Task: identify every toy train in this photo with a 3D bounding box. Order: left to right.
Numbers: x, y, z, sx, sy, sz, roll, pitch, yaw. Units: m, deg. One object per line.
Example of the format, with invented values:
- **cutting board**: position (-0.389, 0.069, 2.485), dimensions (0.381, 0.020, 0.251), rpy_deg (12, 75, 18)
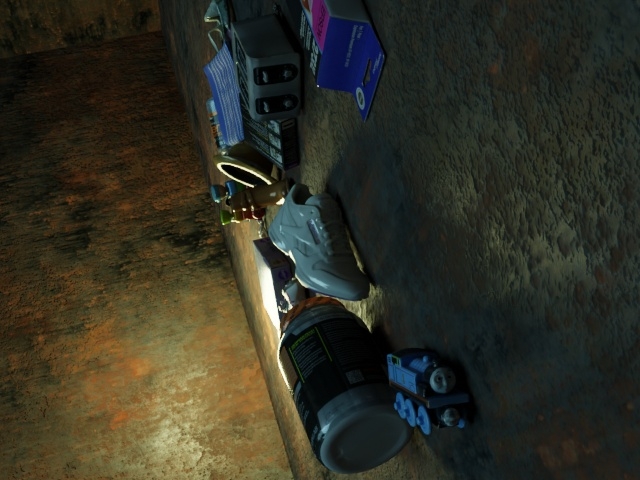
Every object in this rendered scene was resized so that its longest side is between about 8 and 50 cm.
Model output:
- **toy train**: position (-0.254, -0.079, 2.397), dimensions (0.105, 0.144, 0.247), rpy_deg (-152, 50, -74)
- **toy train**: position (0.158, 0.221, 1.124), dimensions (0.184, 0.080, 0.105), rpy_deg (180, 82, -77)

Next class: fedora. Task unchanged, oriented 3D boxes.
- **fedora**: position (-0.190, -0.205, 2.023), dimensions (0.194, 0.194, 0.079), rpy_deg (135, 157, -75)

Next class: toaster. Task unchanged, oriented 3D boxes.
- **toaster**: position (-0.112, -0.364, 1.559), dimensions (0.168, 0.110, 0.185), rpy_deg (93, 159, -50)

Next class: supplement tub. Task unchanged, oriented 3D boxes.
- **supplement tub**: position (-0.261, -0.332, 2.214), dimensions (0.117, 0.117, 0.190), rpy_deg (-172, 68, -76)
- **supplement tub**: position (0.034, 0.262, 1.427), dimensions (0.316, 0.194, 0.193), rpy_deg (-118, 19, -48)

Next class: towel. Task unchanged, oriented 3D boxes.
- **towel**: position (-0.245, -0.379, 1.991), dimensions (0.336, 0.040, 0.243), rpy_deg (-173, 69, -74)

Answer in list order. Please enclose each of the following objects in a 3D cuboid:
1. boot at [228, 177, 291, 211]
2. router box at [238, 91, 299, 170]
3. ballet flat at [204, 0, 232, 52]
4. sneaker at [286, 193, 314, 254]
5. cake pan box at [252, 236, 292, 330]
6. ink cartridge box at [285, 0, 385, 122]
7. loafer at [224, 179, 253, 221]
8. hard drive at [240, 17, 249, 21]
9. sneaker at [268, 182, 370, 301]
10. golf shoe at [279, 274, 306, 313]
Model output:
- **boot**: position (-0.150, -0.106, 1.903), dimensions (0.197, 0.153, 0.072), rpy_deg (-173, 69, -76)
- **router box**: position (-0.121, -0.259, 1.747), dimensions (0.179, 0.046, 0.133), rpy_deg (40, 146, 39)
- **ballet flat**: position (-0.275, -0.591, 2.078), dimensions (0.077, 0.079, 0.221), rpy_deg (-164, 61, -76)
- **sneaker**: position (-0.051, -0.036, 1.707), dimensions (0.163, 0.086, 0.226), rpy_deg (-125, 23, -52)
- **cake pan box**: position (-0.138, 0.141, 2.320), dimensions (0.267, 0.070, 0.245), rpy_deg (-133, 34, -65)
- **ink cartridge box**: position (0.000, -0.379, 1.184), dimensions (0.175, 0.069, 0.370), rpy_deg (106, 145, -65)
- **loafer**: position (-0.305, -0.145, 2.674), dimensions (0.267, 0.084, 0.096), rpy_deg (-124, 23, -56)
- **hard drive**: position (-0.172, -0.407, 1.894), dimensions (0.172, 0.054, 0.254), rpy_deg (122, 133, -72)
- **sneaker**: position (0.000, 0.000, 1.464), dimensions (0.305, 0.114, 0.152), rpy_deg (46, 123, 40)
- **golf shoe**: position (-0.059, 0.159, 2.037), dimensions (0.086, 0.067, 0.186), rpy_deg (40, 152, 17)
